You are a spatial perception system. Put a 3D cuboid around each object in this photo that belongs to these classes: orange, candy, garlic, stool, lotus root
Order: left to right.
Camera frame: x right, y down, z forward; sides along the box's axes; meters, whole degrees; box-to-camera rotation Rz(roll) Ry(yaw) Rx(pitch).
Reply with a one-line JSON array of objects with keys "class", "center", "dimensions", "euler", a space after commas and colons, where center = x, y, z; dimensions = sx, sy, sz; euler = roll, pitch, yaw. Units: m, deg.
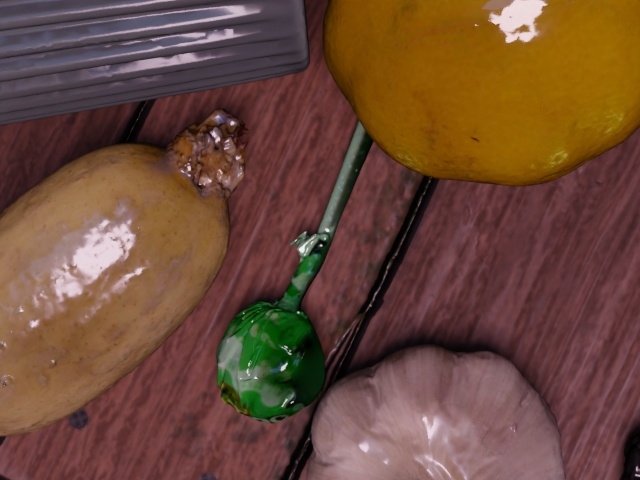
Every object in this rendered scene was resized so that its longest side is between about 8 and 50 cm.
[{"class": "stool", "center": [-0.182, -0.240, 0.671], "dimensions": [0.329, 0.297, 0.297], "euler": [-5, 86, 1]}, {"class": "lotus root", "center": [-0.184, 0.026, 0.707], "dimensions": [0.342, 0.151, 0.169], "euler": [-40, 127, 4]}, {"class": "candy", "center": [-0.002, -0.001, 0.749], "dimensions": [0.097, 0.097, 0.324], "euler": [21, 80, 6]}, {"class": "garlic", "center": [0.088, 0.188, 0.653], "dimensions": [0.218, 0.212, 0.219], "euler": [0, 92, 10]}, {"class": "orange", "center": [0.132, -0.177, 0.647], "dimensions": [0.279, 0.235, 0.279], "euler": [-3, 82, 21]}]

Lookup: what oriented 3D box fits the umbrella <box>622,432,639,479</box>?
[{"class": "umbrella", "center": [0.404, 0.222, 0.679], "dimensions": [0.326, 0.094, 0.090], "euler": [15, 103, 7]}]
